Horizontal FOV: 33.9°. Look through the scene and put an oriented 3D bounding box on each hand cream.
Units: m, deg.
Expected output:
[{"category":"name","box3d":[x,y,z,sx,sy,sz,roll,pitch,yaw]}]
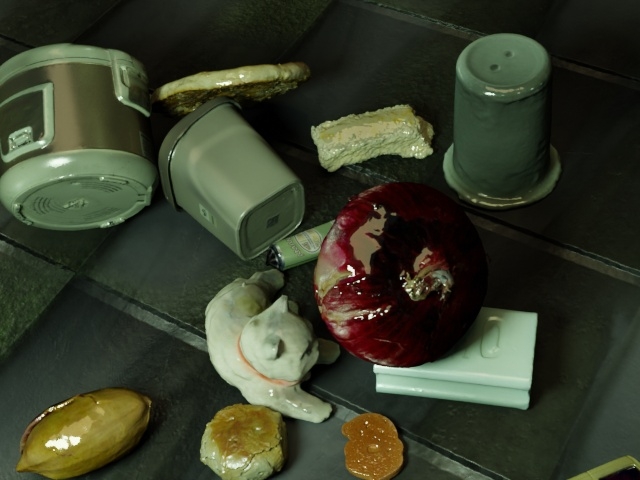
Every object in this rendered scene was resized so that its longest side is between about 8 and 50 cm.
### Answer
[{"category":"hand cream","box3d":[0.000,0.000,2.049,0.235,0.055,0.086,-20,52,-19]}]

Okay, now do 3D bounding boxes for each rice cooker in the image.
[{"category":"rice cooker","box3d":[-0.488,-0.216,2.079,0.335,0.335,0.325,-11,70,-1]}]

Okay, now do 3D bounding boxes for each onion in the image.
[{"category":"onion","box3d":[0.141,0.051,1.700,0.314,0.314,0.232,-42,15,-25]}]

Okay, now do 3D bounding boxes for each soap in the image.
[{"category":"soap","box3d":[0.235,0.193,1.821,0.265,0.087,0.160,5,51,13]}]

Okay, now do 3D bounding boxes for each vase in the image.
[{"category":"vase","box3d":[0.361,-0.239,2.045,0.245,0.291,0.245,-3,49,3]}]

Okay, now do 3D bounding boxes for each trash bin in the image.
[{"category":"trash bin","box3d":[-0.170,-0.113,2.074,0.219,0.220,0.250,-36,61,-21]}]

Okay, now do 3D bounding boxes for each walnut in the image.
[{"category":"walnut","box3d":[-0.398,0.324,1.771,0.245,0.137,0.137,-20,49,-20]}]

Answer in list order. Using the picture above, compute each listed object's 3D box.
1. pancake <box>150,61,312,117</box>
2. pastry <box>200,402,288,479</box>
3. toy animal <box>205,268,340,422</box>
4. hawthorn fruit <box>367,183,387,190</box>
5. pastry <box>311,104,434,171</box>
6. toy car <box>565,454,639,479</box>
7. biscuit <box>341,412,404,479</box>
[{"category":"pancake","box3d":[-0.185,-0.314,2.197,0.356,0.356,0.065,-11,86,-1]},{"category":"pastry","box3d":[-0.125,0.337,1.753,0.153,0.081,0.153,-7,49,8]},{"category":"toy animal","box3d":[-0.099,0.140,1.862,0.266,0.188,0.308,0,52,20]},{"category":"hawthorn fruit","box3d":[0.127,-0.007,1.937,0.215,0.215,0.250,6,16,13]},{"category":"pastry","box3d":[0.110,-0.213,2.195,0.258,0.089,0.121,-9,61,5]},{"category":"toy car","box3d":[0.392,0.426,1.590,0.256,0.101,0.124,-20,45,-11]},{"category":"biscuit","box3d":[0.087,0.347,1.754,0.102,0.019,0.130,-13,49,-3]}]
